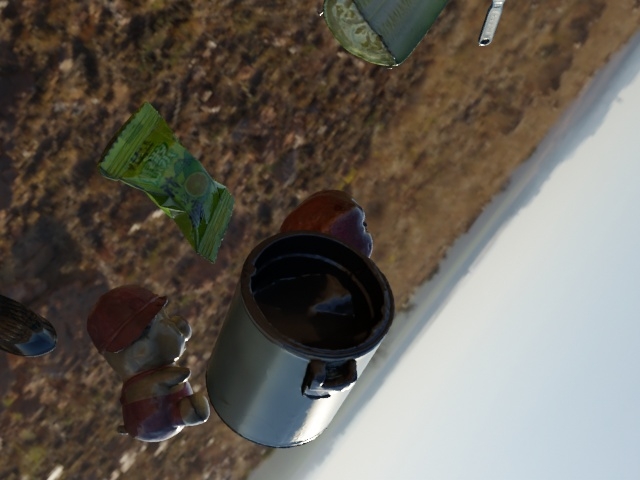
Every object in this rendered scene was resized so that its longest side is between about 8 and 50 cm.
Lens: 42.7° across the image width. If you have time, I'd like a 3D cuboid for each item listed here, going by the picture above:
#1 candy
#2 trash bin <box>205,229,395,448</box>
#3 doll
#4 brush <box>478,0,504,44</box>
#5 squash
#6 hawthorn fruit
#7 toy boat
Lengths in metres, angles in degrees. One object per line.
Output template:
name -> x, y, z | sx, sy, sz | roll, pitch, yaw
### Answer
candy -> -0.227, -0.092, 1.309 | 0.069, 0.246, 0.149 | -9, -135, 41
trash bin -> -0.039, 0.146, 1.196 | 0.263, 0.217, 0.277 | 115, -25, -46
doll -> -0.274, 0.189, 1.319 | 0.196, 0.256, 0.152 | -29, 175, 40
brush -> 0.231, -0.309, 1.078 | 0.164, 0.051, 0.014 | 95, -9, -67
squash -> 0.122, -0.465, 1.498 | 0.111, 0.203, 0.289 | -2, -131, 49
hawthorn fruit -> 0.000, 0.000, 1.637 | 0.202, 0.185, 0.185 | -25, 169, 0
toy boat -> -0.349, 0.097, 0.923 | 0.055, 0.141, 0.060 | -56, 147, -28
